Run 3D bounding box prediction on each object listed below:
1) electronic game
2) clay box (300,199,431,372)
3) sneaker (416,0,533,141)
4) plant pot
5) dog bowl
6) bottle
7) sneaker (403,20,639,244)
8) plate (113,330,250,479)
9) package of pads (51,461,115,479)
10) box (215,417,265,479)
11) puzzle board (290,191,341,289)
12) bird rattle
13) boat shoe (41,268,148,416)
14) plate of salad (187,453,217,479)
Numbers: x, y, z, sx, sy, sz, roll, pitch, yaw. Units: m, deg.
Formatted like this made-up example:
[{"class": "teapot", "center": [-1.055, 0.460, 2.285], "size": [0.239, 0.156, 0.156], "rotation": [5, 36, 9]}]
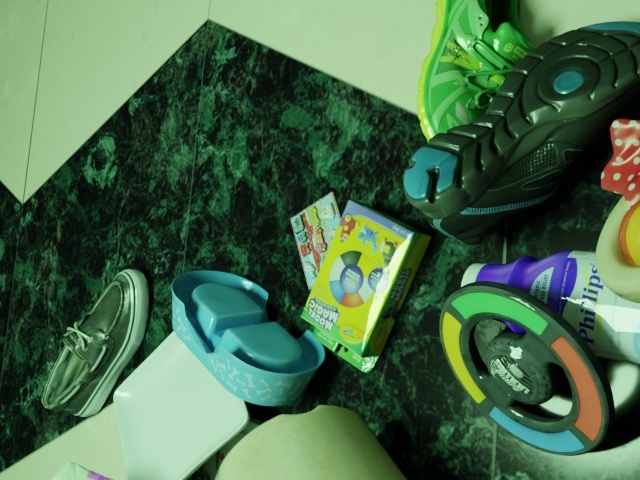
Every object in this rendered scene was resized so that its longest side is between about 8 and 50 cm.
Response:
[{"class": "electronic game", "center": [0.227, 0.147, 0.881], "size": [0.229, 0.048, 0.229], "rotation": [37, 145, 32]}, {"class": "clay box", "center": [0.057, 0.068, 1.116], "size": [0.127, 0.053, 0.221], "rotation": [29, 101, 37]}, {"class": "sneaker", "center": [0.204, -0.228, 1.001], "size": [0.124, 0.110, 0.295], "rotation": [1, 83, 47]}, {"class": "plant pot", "center": [0.017, 0.387, 0.948], "size": [0.333, 0.334, 0.305], "rotation": [-55, 40, 21]}, {"class": "dog bowl", "center": [-0.123, 0.149, 1.205], "size": [0.297, 0.166, 0.074], "rotation": [38, 120, 40]}, {"class": "bottle", "center": [0.294, 0.070, 0.873], "size": [0.283, 0.092, 0.118], "rotation": [6, 86, 43]}, {"class": "sneaker", "center": [0.263, -0.128, 0.932], "size": [0.341, 0.139, 0.125], "rotation": [-35, 43, 12]}, {"class": "plate", "center": [-0.233, 0.282, 1.303], "size": [0.278, 0.045, 0.277], "rotation": [-44, 43, 15]}, {"class": "package of pads", "center": [-0.283, 0.492, 1.193], "size": [0.297, 0.101, 0.229], "rotation": [19, 126, 12]}, {"class": "box", "center": [-0.112, 0.376, 1.204], "size": [0.145, 0.038, 0.186], "rotation": [1, 77, 53]}, {"class": "puzzle board", "center": [0.000, 0.000, 1.213], "size": [0.096, 0.011, 0.128], "rotation": [-32, 62, 34]}, {"class": "bird rattle", "center": [0.340, -0.037, 0.754], "size": [0.206, 0.143, 0.253], "rotation": [-56, 23, -3]}, {"class": "boat shoe", "center": [-0.439, 0.206, 1.505], "size": [0.121, 0.119, 0.335], "rotation": [36, 107, 40]}, {"class": "plate of salad", "center": [-0.253, 0.393, 1.349], "size": [0.200, 0.048, 0.199], "rotation": [-9, 77, 42]}]
